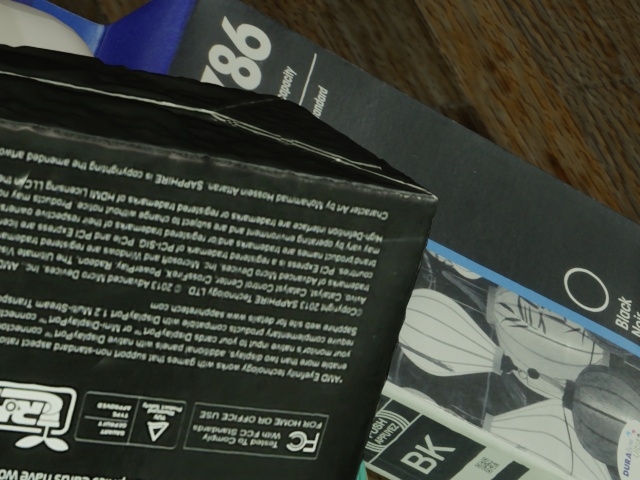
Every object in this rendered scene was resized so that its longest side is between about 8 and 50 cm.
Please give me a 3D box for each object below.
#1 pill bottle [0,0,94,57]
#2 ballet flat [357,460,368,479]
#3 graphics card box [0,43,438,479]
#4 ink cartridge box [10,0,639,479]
[{"bbox_3d":[-0.281,-0.004,0.535,0.407,0.229,0.229,14,51,-25],"label":"pill bottle"},{"bbox_3d":[-0.049,0.158,0.672,0.086,0.086,0.248,34,40,-6],"label":"ballet flat"},{"bbox_3d":[-0.135,0.131,0.455,0.232,0.371,0.094,8,16,-27],"label":"graphics card box"},{"bbox_3d":[0.000,0.000,0.837,0.332,0.065,0.165,26,47,-13],"label":"ink cartridge box"}]
